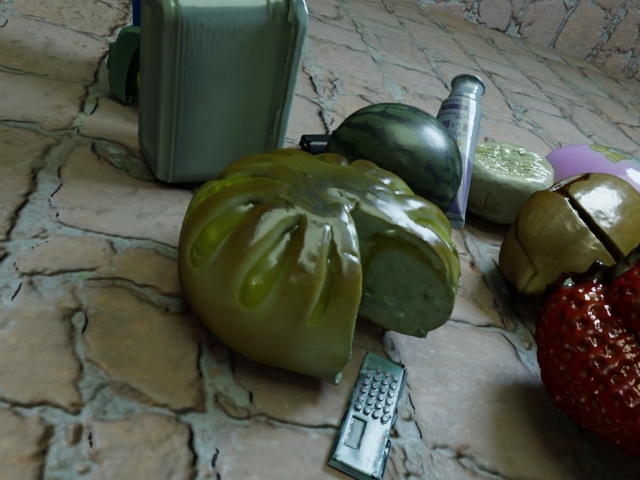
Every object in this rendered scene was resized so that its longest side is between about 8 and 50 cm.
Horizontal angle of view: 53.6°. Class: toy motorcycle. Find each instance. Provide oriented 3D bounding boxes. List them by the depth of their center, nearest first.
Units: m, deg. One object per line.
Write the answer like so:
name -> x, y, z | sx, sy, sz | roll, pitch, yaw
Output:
toy motorcycle -> -0.246, -0.388, 1.063 | 0.200, 0.326, 0.191 | 23, 31, 6

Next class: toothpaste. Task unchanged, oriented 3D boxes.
toothpaste -> 0.222, -0.155, 1.096 | 0.114, 0.073, 0.299 | 10, 64, 21

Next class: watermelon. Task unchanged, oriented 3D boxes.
watermelon -> 0.104, -0.104, 0.955 | 0.212, 0.212, 0.212 | 16, 32, -10

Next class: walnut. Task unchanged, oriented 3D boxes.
walnut -> 0.389, 0.012, 0.968 | 0.203, 0.203, 0.298 | 37, 51, 23

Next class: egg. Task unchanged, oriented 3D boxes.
egg -> 0.517, -0.078, 1.182 | 0.196, 0.196, 0.271 | -11, 33, -42

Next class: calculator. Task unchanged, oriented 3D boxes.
calculator -> 0.055, 0.180, 0.670 | 0.057, 0.018, 0.172 | 23, 33, 5

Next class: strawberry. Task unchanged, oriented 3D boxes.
strawberry -> 0.393, 0.147, 0.721 | 0.238, 0.250, 0.288 | 44, 14, -36

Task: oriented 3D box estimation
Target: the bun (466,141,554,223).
bun -> 0.320, -0.101, 1.163 | 0.193, 0.128, 0.178 | 9, 33, 0

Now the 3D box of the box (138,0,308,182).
box -> -0.154, -0.225, 0.900 | 0.182, 0.312, 0.175 | -10, 42, -29

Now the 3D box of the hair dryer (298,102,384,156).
hair dryer -> 0.079, -0.184, 1.187 | 0.251, 0.089, 0.197 | -3, 39, -25

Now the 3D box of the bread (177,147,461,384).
bread -> 0.000, 0.000, 0.737 | 0.333, 0.160, 0.333 | 11, 44, -10
